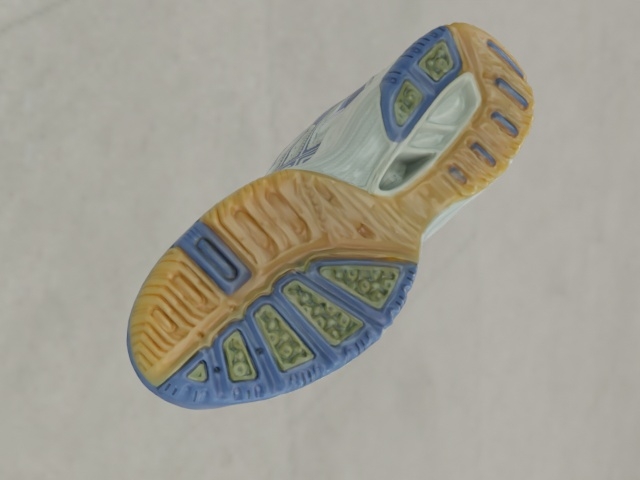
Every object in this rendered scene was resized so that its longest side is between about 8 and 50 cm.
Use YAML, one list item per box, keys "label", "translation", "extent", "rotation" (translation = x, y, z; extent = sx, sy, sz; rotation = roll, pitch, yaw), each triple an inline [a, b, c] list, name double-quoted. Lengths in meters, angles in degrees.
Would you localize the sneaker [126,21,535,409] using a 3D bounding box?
- label: "sneaker"
  translation: [0.000, 0.000, 1.084]
  extent: [0.296, 0.131, 0.112]
  rotation: [-40, 95, -29]
